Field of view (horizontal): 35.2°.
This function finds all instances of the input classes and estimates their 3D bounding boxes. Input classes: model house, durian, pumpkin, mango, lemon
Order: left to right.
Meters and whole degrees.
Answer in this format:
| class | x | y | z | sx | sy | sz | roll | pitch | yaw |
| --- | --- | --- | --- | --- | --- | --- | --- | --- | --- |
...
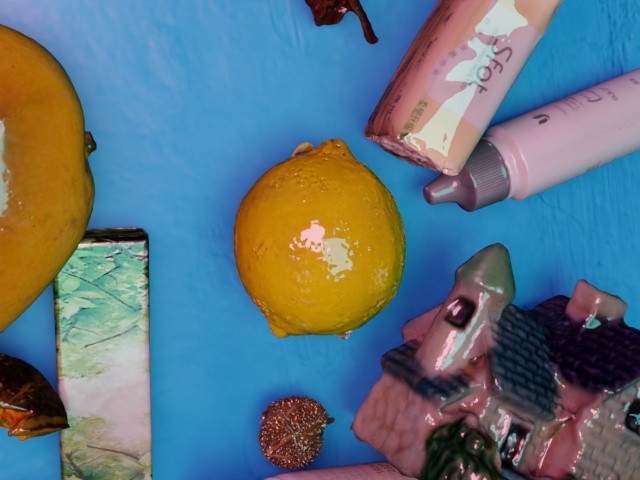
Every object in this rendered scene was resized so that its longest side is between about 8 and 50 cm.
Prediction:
| class | x | y | z | sx | sy | sz | roll | pitch | yaw |
| --- | --- | --- | --- | --- | --- | --- | --- | --- | --- |
| mango | -0.346 | -0.021 | 0.858 | 0.253 | 0.182 | 0.365 | 41 | 80 | -19 |
| pumpkin | -0.335 | 0.153 | 0.947 | 0.183 | 0.119 | 0.108 | -14 | 75 | -3 |
| durian | -0.026 | 0.210 | 1.105 | 0.091 | 0.080 | 0.080 | -7 | 105 | -23 |
| lemon | 0.000 | 0.000 | 1.014 | 0.173 | 0.173 | 0.206 | 0 | 94 | -21 |
| model house | 0.229 | 0.165 | 1.109 | 0.298 | 0.243 | 0.284 | 28 | 86 | -36 |

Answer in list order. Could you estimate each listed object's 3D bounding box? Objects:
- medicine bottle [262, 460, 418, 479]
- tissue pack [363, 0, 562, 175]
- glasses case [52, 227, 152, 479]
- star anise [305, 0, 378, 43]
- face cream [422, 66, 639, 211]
| class | x | y | z | sx | sy | sz | roll | pitch | yaw |
| --- | --- | --- | --- | --- | --- | --- | --- | --- | --- |
| medicine bottle | 0.001 | 0.317 | 1.084 | 0.258 | 0.143 | 0.143 | 1 | 102 | -30 |
| tissue pack | 0.140 | -0.178 | 1.020 | 0.090 | 0.186 | 0.222 | 32 | 90 | -12 |
| glasses case | -0.219 | 0.125 | 1.017 | 0.095 | 0.062 | 0.272 | -2 | 102 | -15 |
| star anise | 0.000 | -0.316 | 0.969 | 0.220 | 0.126 | 0.190 | 18 | 92 | -21 |
| face cream | 0.253 | -0.104 | 1.131 | 0.311 | 0.092 | 0.092 | -24 | 110 | -15 |
